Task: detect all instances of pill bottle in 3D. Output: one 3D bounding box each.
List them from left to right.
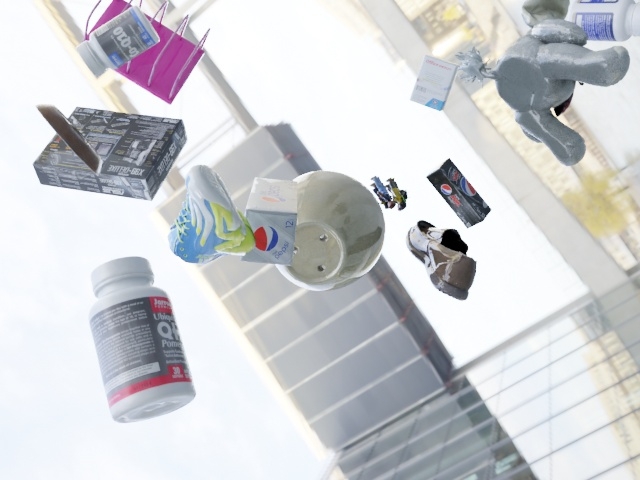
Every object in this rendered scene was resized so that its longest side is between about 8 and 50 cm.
[{"bbox_3d":[-0.374,-0.366,1.392,0.078,0.137,0.078,57,-179,-1],"label":"pill bottle"},{"bbox_3d":[-0.382,0.202,1.572,0.176,0.176,0.318,17,-131,-59],"label":"pill bottle"},{"bbox_3d":[0.737,-0.560,1.908,0.187,0.112,0.112,16,170,41],"label":"pill bottle"}]

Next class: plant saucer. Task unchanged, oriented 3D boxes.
[{"bbox_3d":[-0.459,-0.193,1.399,0.168,0.029,0.168,48,175,6],"label":"plant saucer"}]

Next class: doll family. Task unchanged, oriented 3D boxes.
[{"bbox_3d":[0.209,-0.132,2.247,0.193,0.076,0.111,-4,-117,-50],"label":"doll family"}]

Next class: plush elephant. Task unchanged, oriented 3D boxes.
[{"bbox_3d":[0.475,-0.356,1.541,0.330,0.272,0.255,29,-130,26],"label":"plush elephant"}]

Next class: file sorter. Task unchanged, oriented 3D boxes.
[{"bbox_3d":[-0.473,-0.558,2.061,0.291,0.182,0.202,31,-113,-11],"label":"file sorter"}]

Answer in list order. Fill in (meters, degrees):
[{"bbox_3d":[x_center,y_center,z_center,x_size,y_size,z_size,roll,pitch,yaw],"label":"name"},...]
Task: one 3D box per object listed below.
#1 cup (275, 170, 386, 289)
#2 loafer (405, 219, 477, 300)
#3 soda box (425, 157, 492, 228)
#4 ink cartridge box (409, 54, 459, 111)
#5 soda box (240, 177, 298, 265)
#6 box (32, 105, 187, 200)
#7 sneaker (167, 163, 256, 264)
[{"bbox_3d":[0.000,0.000,1.977,0.331,0.331,0.237,52,-164,-8],"label":"cup"},{"bbox_3d":[0.335,0.027,1.992,0.134,0.130,0.366,23,-162,-21],"label":"loafer"},{"bbox_3d":[0.334,-0.114,1.821,0.169,0.060,0.053,49,-128,-7],"label":"soda box"},{"bbox_3d":[0.292,-0.403,1.924,0.088,0.122,0.052,24,-158,15],"label":"ink cartridge box"},{"bbox_3d":[-0.090,-0.041,1.400,0.286,0.091,0.098,-96,11,-74],"label":"soda box"},{"bbox_3d":[-0.522,-0.224,1.897,0.076,0.307,0.242,86,-164,-46],"label":"box"},{"bbox_3d":[-0.180,-0.020,1.130,0.091,0.126,0.240,64,180,28],"label":"sneaker"}]
